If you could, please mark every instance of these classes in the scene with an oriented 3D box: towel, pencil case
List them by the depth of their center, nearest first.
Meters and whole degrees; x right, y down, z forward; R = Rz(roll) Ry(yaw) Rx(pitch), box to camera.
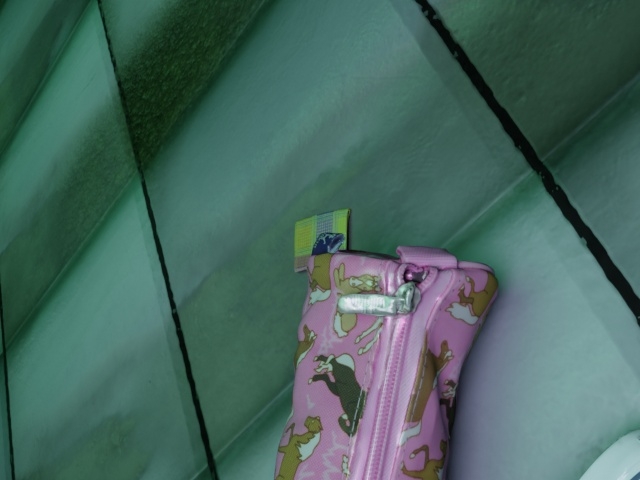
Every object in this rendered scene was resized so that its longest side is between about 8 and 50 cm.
[{"bbox_3d":[0.027,0.193,0.568,0.160,0.167,0.386,1,72,43],"label":"pencil case"},{"bbox_3d":[0.000,0.000,0.809,0.083,0.009,0.060,-16,65,44],"label":"towel"}]

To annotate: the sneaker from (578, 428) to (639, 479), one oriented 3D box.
[{"bbox_3d":[0.161,0.243,0.479,0.258,0.094,0.091,-60,38,14],"label":"sneaker"}]
